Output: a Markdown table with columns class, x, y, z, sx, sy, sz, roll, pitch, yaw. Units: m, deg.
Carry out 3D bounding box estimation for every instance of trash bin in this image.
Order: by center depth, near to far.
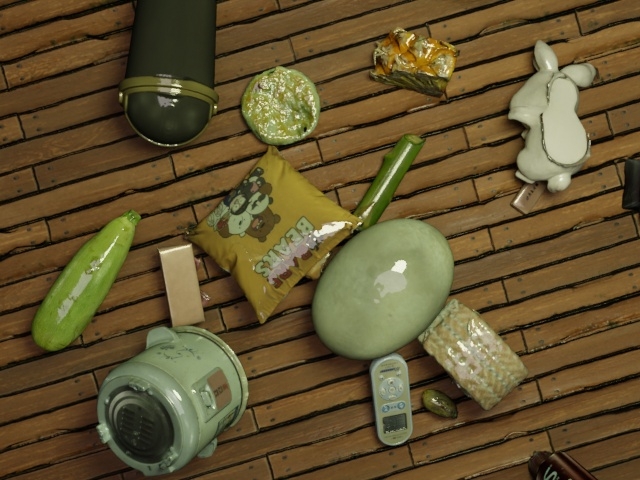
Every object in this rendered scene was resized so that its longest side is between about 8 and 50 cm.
| class | x | y | z | sx | sy | sz | roll | pitch | yaw |
| --- | --- | --- | --- | --- | --- | --- | --- | --- | --- |
| trash bin | -0.324 | -0.371 | 1.391 | 0.214 | 0.214 | 0.334 | 7 | 86 | -1 |

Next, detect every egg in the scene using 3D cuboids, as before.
| class | x | y | z | sx | sy | sz | roll | pitch | yaw |
| --- | --- | --- | --- | --- | --- | --- | --- | --- | --- |
| egg | 0.133 | 0.106 | 1.372 | 0.258 | 0.258 | 0.352 | 43 | 98 | -1 |

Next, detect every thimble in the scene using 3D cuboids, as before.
| class | x | y | z | sx | sy | sz | roll | pitch | yaw |
| --- | --- | --- | --- | --- | --- | --- | --- | --- | --- |
| thimble | 0.335 | 0.258 | 1.406 | 0.148 | 0.196 | 0.229 | -45 | 118 | -2 |

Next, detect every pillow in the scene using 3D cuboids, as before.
| class | x | y | z | sx | sy | sz | roll | pitch | yaw |
| --- | --- | --- | --- | --- | --- | --- | --- | --- | --- |
| pillow | -0.114 | -0.025 | 1.419 | 0.310 | 0.119 | 0.312 | -45 | 66 | -2 |

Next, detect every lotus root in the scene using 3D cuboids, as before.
| class | x | y | z | sx | sy | sz | roll | pitch | yaw |
| --- | --- | --- | --- | --- | --- | --- | --- | --- | --- |
| lotus root | 0.282 | 0.382 | 1.483 | 0.099 | 0.054 | 0.049 | 32 | 111 | 0 |

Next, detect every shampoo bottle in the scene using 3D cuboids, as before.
| class | x | y | z | sx | sy | sz | roll | pitch | yaw |
| --- | --- | --- | --- | --- | --- | --- | --- | --- | --- |
| shampoo bottle | 0.530 | 0.536 | 1.352 | 0.084 | 0.323 | 0.129 | 22 | 92 | -1 |

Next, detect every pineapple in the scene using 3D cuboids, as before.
| class | x | y | z | sx | sy | sz | roll | pitch | yaw |
| --- | --- | --- | --- | --- | --- | --- | --- | --- | --- |
| pineapple | 0.224 | -0.392 | 1.430 | 0.236 | 0.186 | 0.114 | 26 | 97 | 42 |

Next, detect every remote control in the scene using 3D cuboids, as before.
| class | x | y | z | sx | sy | sz | roll | pitch | yaw |
| --- | --- | --- | --- | --- | --- | --- | --- | --- | --- |
| remote control | 0.161 | 0.361 | 1.450 | 0.087 | 0.047 | 0.244 | -11 | 113 | -9 |

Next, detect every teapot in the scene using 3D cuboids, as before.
| class | x | y | z | sx | sy | sz | roll | pitch | yaw |
| --- | --- | --- | --- | --- | --- | --- | --- | --- | --- |
| teapot | 0.760 | -0.129 | 1.458 | 0.087 | 0.096 | 0.177 | 5 | 91 | -1 |

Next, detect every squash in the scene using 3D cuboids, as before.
| class | x | y | z | sx | sy | sz | roll | pitch | yaw |
| --- | --- | --- | --- | --- | --- | --- | --- | --- | --- |
| squash | -0.530 | 0.088 | 1.443 | 0.118 | 0.118 | 0.371 | 34 | 88 | -1 |

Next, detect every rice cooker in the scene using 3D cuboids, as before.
| class | x | y | z | sx | sy | sz | roll | pitch | yaw |
| --- | --- | --- | --- | --- | --- | --- | --- | --- | --- |
| rice cooker | -0.307 | 0.335 | 1.364 | 0.264 | 0.316 | 0.317 | -21 | 91 | 26 |

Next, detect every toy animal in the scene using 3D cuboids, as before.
| class | x | y | z | sx | sy | sz | roll | pitch | yaw |
| --- | --- | --- | --- | --- | --- | --- | --- | --- | --- |
| toy animal | 0.525 | -0.283 | 1.428 | 0.208 | 0.154 | 0.325 | 22 | 83 | -11 |

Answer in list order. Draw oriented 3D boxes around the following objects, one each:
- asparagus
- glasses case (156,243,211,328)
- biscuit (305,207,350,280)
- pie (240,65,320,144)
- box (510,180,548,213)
| class | x | y | z | sx | sy | sz | roll | pitch | yaw |
| --- | --- | --- | --- | --- | --- | --- | --- | --- | --- |
| asparagus | 0.152 | -0.132 | 1.471 | 0.067 | 0.060 | 0.278 | 29 | 91 | -13 |
| glasses case | -0.313 | 0.098 | 1.470 | 0.102 | 0.070 | 0.194 | -12 | 97 | -20 |
| biscuit | 0.000 | 0.000 | 1.464 | 0.118 | 0.061 | 0.183 | 25 | 85 | 31 |
| pie | -0.092 | -0.312 | 1.476 | 0.186 | 0.041 | 0.187 | 0 | 91 | 0 |
| box | 0.497 | -0.119 | 1.492 | 0.048 | 0.025 | 0.115 | 35 | 91 | 1 |
